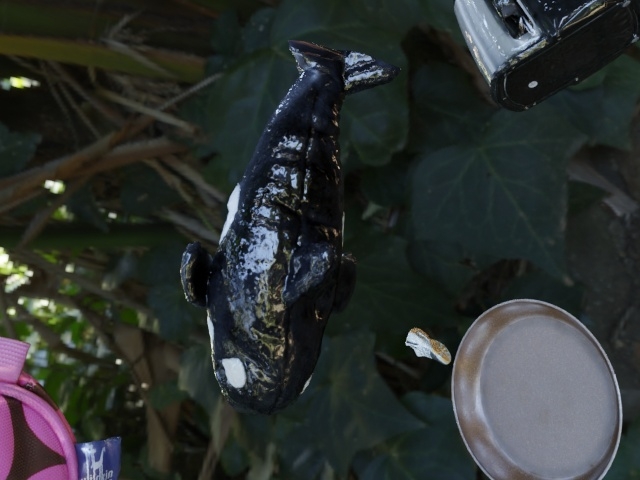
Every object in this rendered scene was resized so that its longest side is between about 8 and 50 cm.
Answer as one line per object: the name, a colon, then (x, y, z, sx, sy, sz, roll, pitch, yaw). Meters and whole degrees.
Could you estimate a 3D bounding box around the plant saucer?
plant saucer: (0.334, 0.244, 1.399, 0.310, 0.050, 0.311, 0, 90, 48)

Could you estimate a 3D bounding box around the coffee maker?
coffee maker: (0.170, -0.217, 0.711, 0.120, 0.171, 0.178, 84, 162, -69)

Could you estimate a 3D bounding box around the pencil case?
pencil case: (-0.170, 0.085, 0.371, 0.209, 0.095, 0.098, -5, 82, 51)

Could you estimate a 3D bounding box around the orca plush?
orca plush: (0.000, 0.000, 0.667, 0.102, 0.151, 0.287, 18, 82, 56)

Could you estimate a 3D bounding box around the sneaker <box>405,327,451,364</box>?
sneaker: (0.178, 0.182, 1.507, 0.083, 0.032, 0.037, 39, 123, 20)
